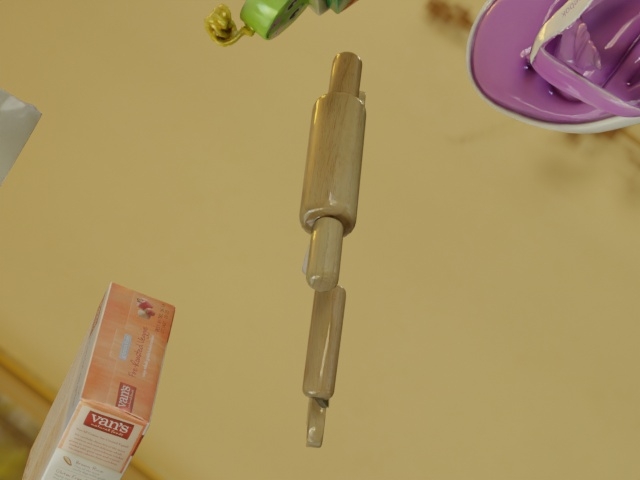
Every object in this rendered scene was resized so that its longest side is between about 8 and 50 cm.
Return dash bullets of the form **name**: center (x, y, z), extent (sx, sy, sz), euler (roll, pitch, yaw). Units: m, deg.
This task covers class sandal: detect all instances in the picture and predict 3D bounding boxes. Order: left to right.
- **sandal**: center (0.278, -0.176, 1.657), extent (0.102, 0.416, 0.169), euler (-1, -85, -47)

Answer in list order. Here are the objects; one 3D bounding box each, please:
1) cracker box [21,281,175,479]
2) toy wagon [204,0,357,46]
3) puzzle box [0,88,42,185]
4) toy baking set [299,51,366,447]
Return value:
- **cracker box**: center (-0.204, 0.172, 1.664), extent (0.155, 0.067, 0.232), euler (-82, 16, -52)
- **toy wagon**: center (0.045, -0.271, 1.525), extent (0.344, 0.068, 0.267), euler (-48, -6, -4)
- **puzzle box**: center (-0.423, 0.009, 1.416), extent (0.409, 0.272, 0.052), euler (-59, 15, -4)
- **toy baking set**: center (0.001, -0.003, 1.075), extent (0.197, 0.030, 0.256), euler (99, 178, -54)
